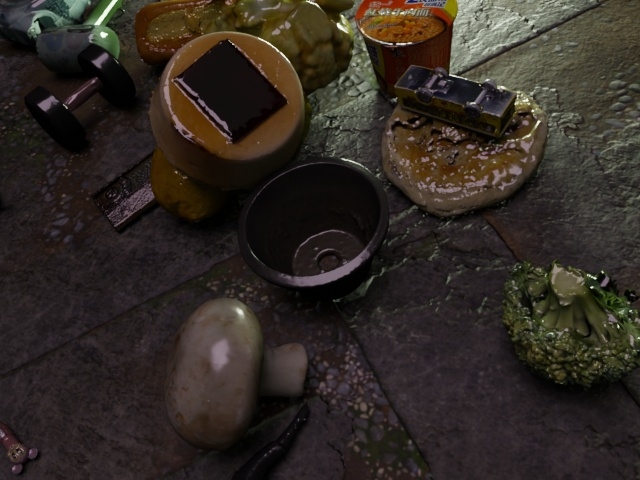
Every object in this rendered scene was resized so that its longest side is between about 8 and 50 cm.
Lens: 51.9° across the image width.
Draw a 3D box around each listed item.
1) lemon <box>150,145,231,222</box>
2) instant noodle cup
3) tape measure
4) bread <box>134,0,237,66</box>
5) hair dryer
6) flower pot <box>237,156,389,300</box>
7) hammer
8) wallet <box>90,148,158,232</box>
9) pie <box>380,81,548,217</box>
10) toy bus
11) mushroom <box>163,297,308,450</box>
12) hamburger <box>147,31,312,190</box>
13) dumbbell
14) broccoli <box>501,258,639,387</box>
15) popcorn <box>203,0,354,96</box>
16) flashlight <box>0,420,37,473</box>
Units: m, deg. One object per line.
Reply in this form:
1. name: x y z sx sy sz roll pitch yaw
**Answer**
1. lemon: -0.258 -0.136 1.324 0.170 0.170 0.207 3 76 16
2. instant noodle cup: 0.189 -0.417 1.400 0.213 0.174 0.213 -6 54 9
3. tape measure: -0.777 -0.646 1.816 0.256 0.147 0.275 18 66 26
4. bread: -0.305 -0.513 1.608 0.288 0.152 0.119 -1 19 12
5. hair dryer: -0.151 0.376 1.017 0.304 0.120 0.359 18 51 40
6. flower pot: 0.000 0.000 1.171 0.269 0.166 0.269 -6 58 10
7. hammer: -0.599 -0.575 1.752 0.206 0.119 0.335 4 51 16
8. wallet: -0.373 -0.132 1.428 0.243 0.039 0.133 -38 59 -11
9. pie: 0.276 -0.196 1.288 0.339 0.077 0.339 -6 55 9
10. toy bus: 0.253 -0.269 1.252 0.226 0.074 0.081 23 63 28
11. mushroom: -0.129 0.214 1.044 0.244 0.243 0.243 -7 55 10
12. hamburger: -0.163 -0.233 1.207 0.302 0.170 0.302 3 75 -11
13. dumbbell: -0.563 -0.339 1.547 0.152 0.152 0.218 33 69 30
14. broccoli: 0.376 0.113 0.997 0.198 0.176 0.226 -13 69 0
15. popcorn: -0.083 -0.416 1.428 0.292 0.293 0.334 -5 28 -45
16. flashlight: -0.539 0.353 1.143 0.110 0.031 0.052 33 70 30
